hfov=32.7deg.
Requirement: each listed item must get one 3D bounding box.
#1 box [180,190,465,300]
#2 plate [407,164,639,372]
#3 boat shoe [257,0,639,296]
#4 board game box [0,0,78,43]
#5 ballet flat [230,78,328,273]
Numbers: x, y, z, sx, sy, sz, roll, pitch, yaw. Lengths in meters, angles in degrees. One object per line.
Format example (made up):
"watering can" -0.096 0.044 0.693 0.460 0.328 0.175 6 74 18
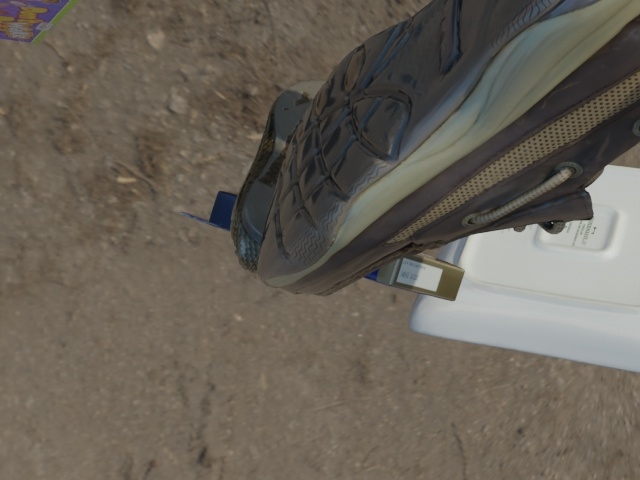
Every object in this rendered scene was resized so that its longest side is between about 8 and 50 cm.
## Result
"box" 0.000 0.000 0.962 0.225 0.136 0.037 17 91 30
"plate" 0.252 0.002 1.063 0.278 0.045 0.277 8 45 21
"boat shoe" 0.086 -0.050 0.543 0.130 0.355 0.132 27 54 -19
"board game box" -0.456 -0.350 1.449 0.233 0.347 0.078 3 86 -25
"ballet flat" -0.019 -0.054 0.881 0.084 0.250 0.058 25 129 -4
